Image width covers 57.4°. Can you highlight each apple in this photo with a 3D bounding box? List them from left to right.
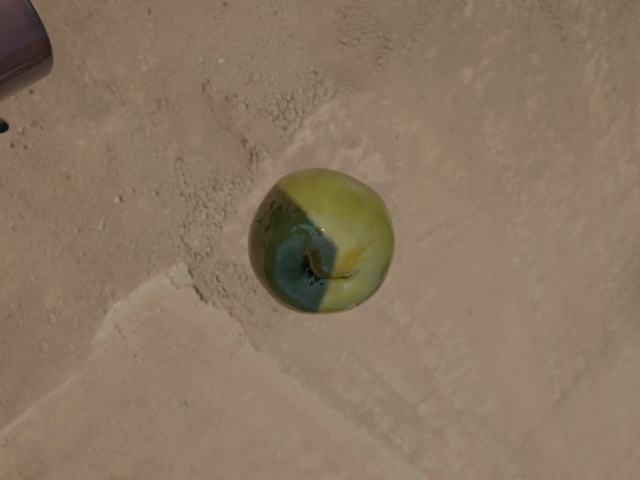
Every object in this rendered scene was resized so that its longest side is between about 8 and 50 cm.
[{"bbox_3d":[0.000,0.000,0.730,0.200,0.200,0.200,-21,128,-29],"label":"apple"}]

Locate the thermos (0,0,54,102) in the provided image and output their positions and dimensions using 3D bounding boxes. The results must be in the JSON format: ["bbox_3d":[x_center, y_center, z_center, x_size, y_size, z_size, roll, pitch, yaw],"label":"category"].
[{"bbox_3d":[-0.404,-0.146,0.533,0.146,0.176,0.265,52,58,-17],"label":"thermos"}]

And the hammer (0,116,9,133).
[{"bbox_3d":[-0.614,-0.233,1.020,0.111,0.287,0.033,42,83,-3],"label":"hammer"}]
